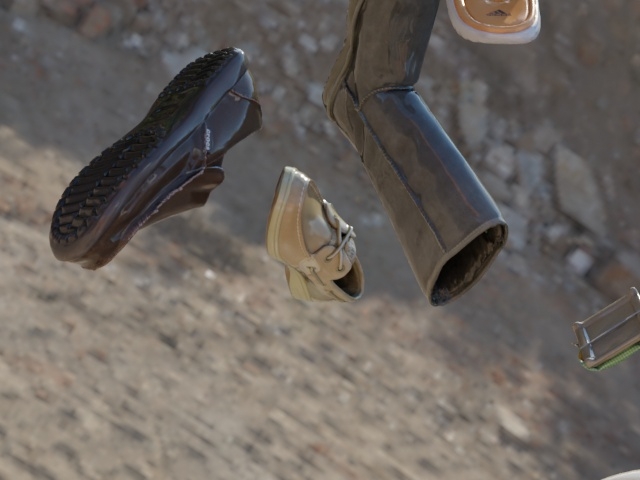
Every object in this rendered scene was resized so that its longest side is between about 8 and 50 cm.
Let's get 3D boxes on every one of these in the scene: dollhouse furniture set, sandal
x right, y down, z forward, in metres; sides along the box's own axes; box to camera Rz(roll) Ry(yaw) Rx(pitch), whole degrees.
[{"bbox_3d":[0.262,0.060,1.131,0.058,0.152,0.076,53,13,-15],"label":"dollhouse furniture set"},{"bbox_3d":[0.153,-0.257,1.368,0.102,0.076,0.265,1,32,-6],"label":"sandal"}]

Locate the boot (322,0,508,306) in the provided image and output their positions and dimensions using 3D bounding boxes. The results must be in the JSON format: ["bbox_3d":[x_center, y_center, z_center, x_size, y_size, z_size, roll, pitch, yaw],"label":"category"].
[{"bbox_3d":[0.078,-0.083,1.155,0.076,0.189,0.208,-6,50,-21],"label":"boot"}]

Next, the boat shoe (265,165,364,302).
[{"bbox_3d":[0.000,0.000,1.949,0.098,0.109,0.302,12,-24,14],"label":"boat shoe"}]

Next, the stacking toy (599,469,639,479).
[{"bbox_3d":[0.246,0.400,1.643,0.351,0.350,0.480,27,-11,-18],"label":"stacking toy"}]

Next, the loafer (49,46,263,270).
[{"bbox_3d":[-0.174,-0.082,1.843,0.134,0.366,0.130,-3,-51,49],"label":"loafer"}]
